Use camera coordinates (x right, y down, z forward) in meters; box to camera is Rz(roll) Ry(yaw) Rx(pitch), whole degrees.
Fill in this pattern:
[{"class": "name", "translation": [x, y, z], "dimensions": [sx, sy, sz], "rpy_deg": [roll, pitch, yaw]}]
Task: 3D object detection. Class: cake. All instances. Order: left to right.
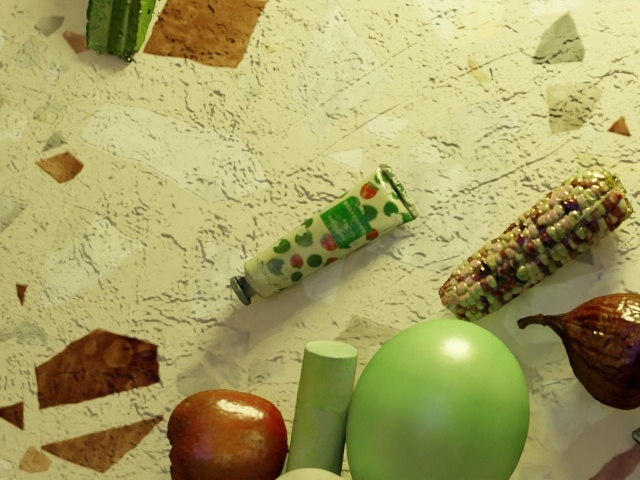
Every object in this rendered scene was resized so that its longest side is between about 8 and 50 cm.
[{"class": "cake", "translation": [-0.302, -0.398, 1.822], "dimensions": [0.100, 0.099, 0.235], "rpy_deg": [14, 83, 19]}]

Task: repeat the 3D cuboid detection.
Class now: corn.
[{"class": "corn", "translation": [0.282, 0.010, 1.581], "dimensions": [0.280, 0.092, 0.092], "rpy_deg": [-38, 71, 9]}]

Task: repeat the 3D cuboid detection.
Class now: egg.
[{"class": "egg", "translation": [0.142, 0.229, 1.495], "dimensions": [0.220, 0.220, 0.270], "rpy_deg": [26, 96, 19]}]

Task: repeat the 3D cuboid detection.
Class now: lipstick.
[{"class": "lipstick", "translation": [-0.007, 0.283, 1.551], "dimensions": [0.076, 0.076, 0.304], "rpy_deg": [12, 102, 17]}]

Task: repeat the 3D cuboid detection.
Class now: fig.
[{"class": "fig", "translation": [0.343, 0.114, 1.521], "dimensions": [0.201, 0.134, 0.146], "rpy_deg": [29, 77, 28]}]

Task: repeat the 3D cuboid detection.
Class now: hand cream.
[{"class": "hand cream", "translation": [0.000, 0.000, 1.674], "dimensions": [0.276, 0.059, 0.095], "rpy_deg": [-33, 74, 2]}]

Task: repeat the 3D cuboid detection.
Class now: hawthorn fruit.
[{"class": "hawthorn fruit", "translation": [-0.101, 0.271, 1.600], "dimensions": [0.203, 0.162, 0.162], "rpy_deg": [-6, 75, -7]}]

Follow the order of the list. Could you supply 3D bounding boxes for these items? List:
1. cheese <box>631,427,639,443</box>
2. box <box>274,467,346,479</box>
[{"class": "cheese", "translation": [0.454, 0.283, 1.484], "dimensions": [0.162, 0.086, 0.036], "rpy_deg": [36, 127, 33]}, {"class": "box", "translation": [0.005, 0.456, 1.454], "dimensions": [0.288, 0.141, 0.349], "rpy_deg": [33, 120, 7]}]
